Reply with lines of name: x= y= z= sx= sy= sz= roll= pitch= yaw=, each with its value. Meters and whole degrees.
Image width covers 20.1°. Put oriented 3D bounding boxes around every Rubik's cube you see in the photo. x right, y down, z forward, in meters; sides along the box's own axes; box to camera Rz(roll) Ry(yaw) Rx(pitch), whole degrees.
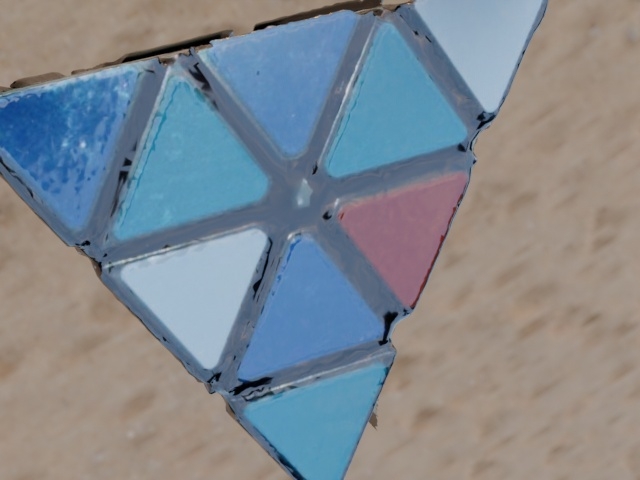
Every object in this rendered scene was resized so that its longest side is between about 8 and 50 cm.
Rubik's cube: x=-0.053 y=-0.027 z=0.893 sx=0.284 sy=0.234 sz=0.250 roll=-21 pitch=119 yaw=-20

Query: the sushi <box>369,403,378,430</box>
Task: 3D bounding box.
sushi: x=0.000 y=0.000 z=1.292 sx=0.050 sy=0.215 sz=0.192 roll=-27 pitch=143 yaw=-23
